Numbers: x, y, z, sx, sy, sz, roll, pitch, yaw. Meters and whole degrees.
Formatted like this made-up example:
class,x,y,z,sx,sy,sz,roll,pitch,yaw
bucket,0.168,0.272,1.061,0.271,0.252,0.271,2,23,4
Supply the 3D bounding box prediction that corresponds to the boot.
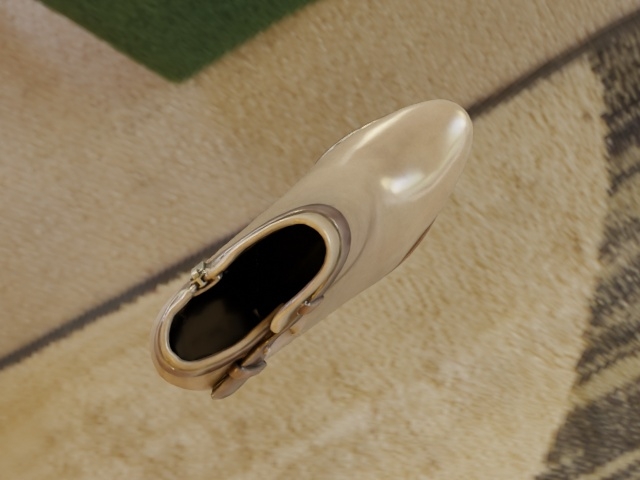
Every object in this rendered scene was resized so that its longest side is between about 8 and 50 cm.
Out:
class,x,y,z,sx,sy,sz,roll,pitch,yaw
boot,0.000,0.000,0.457,0.042,0.087,0.118,44,91,4
